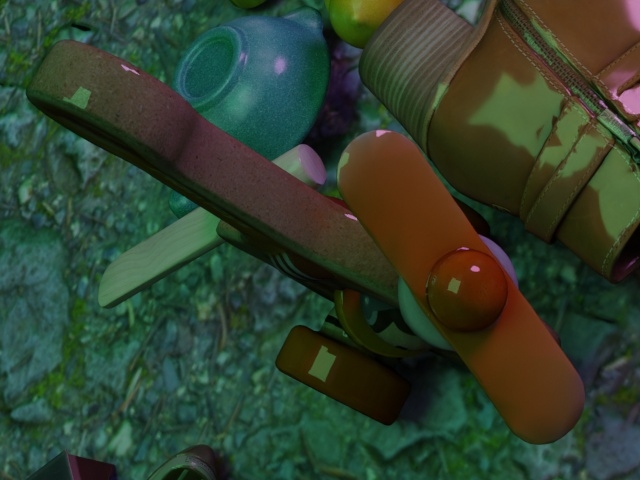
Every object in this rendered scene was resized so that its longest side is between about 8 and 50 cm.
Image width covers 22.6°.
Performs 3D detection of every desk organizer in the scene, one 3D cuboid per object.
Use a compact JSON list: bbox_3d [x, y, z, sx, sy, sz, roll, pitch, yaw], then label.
[{"bbox_3d":[-0.204,0.207,1.157,0.130,0.050,0.047,-38,53,24],"label":"desk organizer"}]

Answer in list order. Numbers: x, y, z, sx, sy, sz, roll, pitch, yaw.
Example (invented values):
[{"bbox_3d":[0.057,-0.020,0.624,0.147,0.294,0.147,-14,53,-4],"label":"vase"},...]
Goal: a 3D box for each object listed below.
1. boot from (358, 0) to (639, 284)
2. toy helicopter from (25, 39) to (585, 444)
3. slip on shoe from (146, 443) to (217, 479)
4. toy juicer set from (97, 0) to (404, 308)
[{"bbox_3d":[0.177,-0.132,0.928,0.283,0.109,0.220,-47,58,-1],"label":"boot"},{"bbox_3d":[0.000,0.000,0.853,0.235,0.355,0.140,21,81,53],"label":"toy helicopter"},{"bbox_3d":[-0.117,0.191,1.098,0.135,0.051,0.041,-54,8,22],"label":"slip on shoe"},{"bbox_3d":[-0.023,-0.103,1.090,0.209,0.089,0.329,-10,57,39],"label":"toy juicer set"}]
